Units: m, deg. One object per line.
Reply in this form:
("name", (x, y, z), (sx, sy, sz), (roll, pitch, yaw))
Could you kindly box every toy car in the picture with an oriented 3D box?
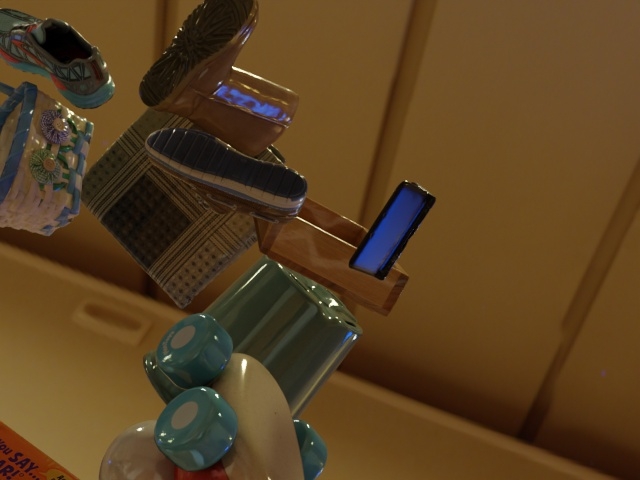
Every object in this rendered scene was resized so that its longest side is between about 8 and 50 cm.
("toy car", (-0.140, 0.238, 1.025), (0.238, 0.210, 0.219), (-31, -58, 12))

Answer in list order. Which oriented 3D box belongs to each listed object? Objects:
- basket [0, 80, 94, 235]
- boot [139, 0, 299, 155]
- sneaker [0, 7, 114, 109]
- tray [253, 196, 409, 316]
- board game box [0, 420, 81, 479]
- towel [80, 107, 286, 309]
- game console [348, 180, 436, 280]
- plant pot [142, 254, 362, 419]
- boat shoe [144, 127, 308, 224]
("basket", (-0.525, -0.148, 1.669), (0.289, 0.254, 0.201), (16, -26, -27))
("boot", (-0.117, -0.250, 1.567), (0.236, 0.269, 0.089), (-39, -118, 20))
("sneaker", (-0.442, -0.329, 1.688), (0.262, 0.104, 0.125), (31, -30, 16))
("tray", (0.000, 0.000, 1.611), (0.203, 0.411, 0.076), (27, -85, -9))
("board game box", (-0.579, 0.488, 1.615), (0.356, 0.356, 0.356), (31, -28, 16))
("towel", (-0.237, -0.095, 1.865), (0.324, 0.056, 0.312), (-44, -97, 3))
("game console", (0.076, -0.021, 1.252), (0.071, 0.107, 0.122), (30, -82, -23))
("plant pot", (-0.114, 0.221, 2.060), (0.341, 0.341, 0.334), (41, -84, -12))
("boat shoe", (-0.108, -0.061, 1.119), (0.183, 0.066, 0.066), (23, -44, 5))
